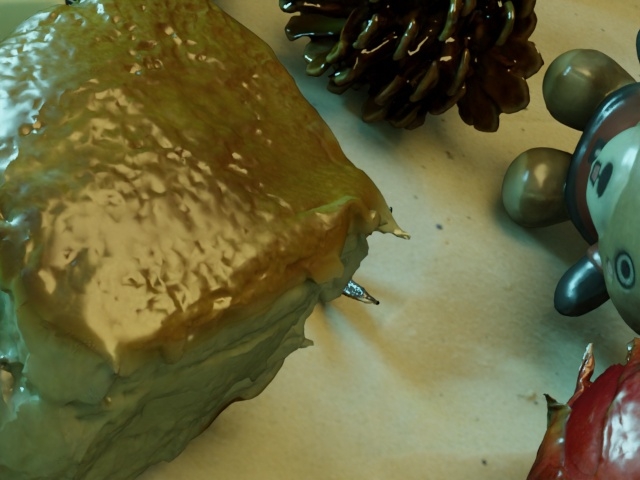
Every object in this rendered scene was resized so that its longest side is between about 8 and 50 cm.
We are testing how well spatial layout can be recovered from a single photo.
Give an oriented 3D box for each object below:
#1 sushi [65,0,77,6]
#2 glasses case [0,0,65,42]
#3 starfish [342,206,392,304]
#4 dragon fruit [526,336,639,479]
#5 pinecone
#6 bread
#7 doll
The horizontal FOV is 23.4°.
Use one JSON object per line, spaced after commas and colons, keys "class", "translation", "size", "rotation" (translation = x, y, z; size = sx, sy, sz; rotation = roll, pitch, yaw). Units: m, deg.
{"class": "sushi", "translation": [-0.220, -0.170, 1.151], "size": [0.201, 0.031, 0.139], "rotation": [26, 15, -7]}
{"class": "glasses case", "translation": [-0.321, -0.127, 0.965], "size": [0.313, 0.131, 0.070], "rotation": [-9, 55, -39]}
{"class": "starfish", "translation": [-0.001, 0.005, 1.115], "size": [0.130, 0.041, 0.133], "rotation": [-19, 63, -36]}
{"class": "dragon fruit", "translation": [0.241, 0.185, 0.953], "size": [0.241, 0.241, 0.252], "rotation": [16, 75, -20]}
{"class": "pinecone", "translation": [0.068, -0.180, 1.253], "size": [0.212, 0.168, 0.185], "rotation": [-6, 40, -20]}
{"class": "bread", "translation": [-0.141, 0.006, 0.876], "size": [0.279, 0.225, 0.250], "rotation": [-27, 69, -43]}
{"class": "doll", "translation": [0.263, -0.031, 1.157], "size": [0.174, 0.235, 0.330], "rotation": [24, 9, -18]}
